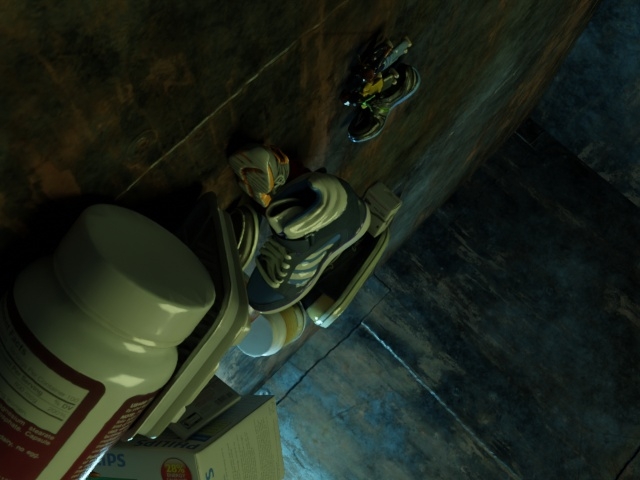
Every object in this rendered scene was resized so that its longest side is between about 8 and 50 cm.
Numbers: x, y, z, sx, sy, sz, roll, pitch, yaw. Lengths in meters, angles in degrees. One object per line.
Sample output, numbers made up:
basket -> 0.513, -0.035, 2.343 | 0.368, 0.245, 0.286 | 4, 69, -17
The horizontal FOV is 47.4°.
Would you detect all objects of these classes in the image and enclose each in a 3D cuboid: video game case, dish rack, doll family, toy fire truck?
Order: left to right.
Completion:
video game case -> -0.308, 0.337, 1.629 | 0.212, 0.193, 0.023 | -26, 148, -61
dish rack -> -0.198, 0.110, 1.072 | 0.285, 0.072, 0.333 | -50, -151, 18
toy fire truck -> -0.057, -0.091, 1.457 | 0.135, 0.047, 0.192 | -52, 170, 8
doll family -> 0.090, -0.288, 1.279 | 0.111, 0.076, 0.193 | -37, 161, -23

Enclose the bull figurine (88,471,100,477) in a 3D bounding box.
bull figurine -> -0.424, 0.335, 1.360 | 0.310, 0.101, 0.188 | -49, 153, -11

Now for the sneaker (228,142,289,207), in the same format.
sneaker -> -0.091, -0.121, 1.175 | 0.083, 0.084, 0.215 | -47, 178, -9

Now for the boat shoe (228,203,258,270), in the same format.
boat shoe -> -0.181, 0.033, 1.337 | 0.068, 0.081, 0.228 | -6, 131, -45

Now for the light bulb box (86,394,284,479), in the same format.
light bulb box -> -0.324, 0.520, 1.701 | 0.357, 0.225, 0.361 | -5, -174, 24

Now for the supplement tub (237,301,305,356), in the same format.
supplement tub -> -0.140, 0.233, 2.004 | 0.144, 0.144, 0.199 | -51, 168, 20

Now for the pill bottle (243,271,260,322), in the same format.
pill bottle -> -0.224, 0.166, 1.536 | 0.216, 0.121, 0.121 | -43, 168, -18

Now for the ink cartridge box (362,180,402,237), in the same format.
ink cartridge box -> 0.163, -0.090, 2.121 | 0.056, 0.099, 0.135 | -36, 163, -39

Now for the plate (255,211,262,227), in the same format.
plate -> -0.178, 0.020, 1.457 | 0.188, 0.024, 0.188 | -44, 169, -11

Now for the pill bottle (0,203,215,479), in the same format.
pill bottle -> -0.322, 0.159, 0.912 | 0.392, 0.224, 0.224 | -49, 168, 14

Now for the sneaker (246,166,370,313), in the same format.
sneaker -> -0.071, -0.001, 1.358 | 0.323, 0.130, 0.236 | -41, 150, 13

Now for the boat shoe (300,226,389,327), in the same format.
boat shoe -> 0.069, 0.057, 2.160 | 0.187, 0.156, 0.500 | -49, -178, 40

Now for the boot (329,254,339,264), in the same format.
boot -> -0.001, -0.002, 1.886 | 0.178, 0.085, 0.236 | -27, 155, -50

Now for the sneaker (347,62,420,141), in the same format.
sneaker -> 0.117, -0.278, 1.450 | 0.188, 0.067, 0.078 | -47, 147, 10
